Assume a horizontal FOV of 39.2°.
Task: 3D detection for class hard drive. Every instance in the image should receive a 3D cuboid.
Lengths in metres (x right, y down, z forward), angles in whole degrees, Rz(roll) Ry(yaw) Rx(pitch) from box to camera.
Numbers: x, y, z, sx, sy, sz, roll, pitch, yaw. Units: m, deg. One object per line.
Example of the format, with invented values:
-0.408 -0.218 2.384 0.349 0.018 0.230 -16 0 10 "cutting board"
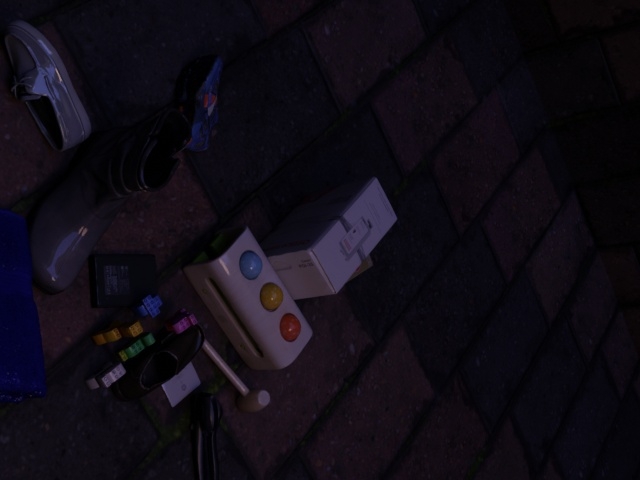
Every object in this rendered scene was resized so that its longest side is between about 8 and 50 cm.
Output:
-0.351 0.072 1.611 0.135 0.022 0.094 1 82 -49 "hard drive"

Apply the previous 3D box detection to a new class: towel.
-0.513 0.082 1.319 0.228 0.076 0.308 10 58 -47 "towel"

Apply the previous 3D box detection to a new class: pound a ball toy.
-0.137 0.157 1.757 0.319 0.136 0.208 60 44 -22 "pound a ball toy"

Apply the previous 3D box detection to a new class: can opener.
-0.217 0.377 1.687 0.073 0.059 0.186 -4 96 -76 "can opener"

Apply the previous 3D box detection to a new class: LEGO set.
-0.312 0.160 1.558 0.227 0.093 0.087 -39 110 -35 "LEGO set"

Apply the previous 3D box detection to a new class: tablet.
-0.262 0.269 1.689 0.083 0.006 0.054 -38 112 -45 "tablet"

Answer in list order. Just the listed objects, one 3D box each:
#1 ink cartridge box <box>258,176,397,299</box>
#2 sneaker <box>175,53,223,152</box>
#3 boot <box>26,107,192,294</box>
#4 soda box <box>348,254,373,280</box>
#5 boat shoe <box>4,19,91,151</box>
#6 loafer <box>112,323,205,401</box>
0.000 0.000 1.891 0.283 0.207 0.117 -48 117 -42 "ink cartridge box"
-0.239 -0.271 1.779 0.087 0.083 0.221 43 57 -53 "sneaker"
-0.352 -0.075 1.483 0.118 0.223 0.338 39 55 -39 "boot"
0.041 0.065 2.037 0.181 0.061 0.058 -29 104 -48 "soda box"
-0.466 -0.253 1.496 0.081 0.079 0.227 -52 124 -46 "boat shoe"
-0.275 0.219 1.627 0.220 0.078 0.080 -44 116 -44 "loafer"
